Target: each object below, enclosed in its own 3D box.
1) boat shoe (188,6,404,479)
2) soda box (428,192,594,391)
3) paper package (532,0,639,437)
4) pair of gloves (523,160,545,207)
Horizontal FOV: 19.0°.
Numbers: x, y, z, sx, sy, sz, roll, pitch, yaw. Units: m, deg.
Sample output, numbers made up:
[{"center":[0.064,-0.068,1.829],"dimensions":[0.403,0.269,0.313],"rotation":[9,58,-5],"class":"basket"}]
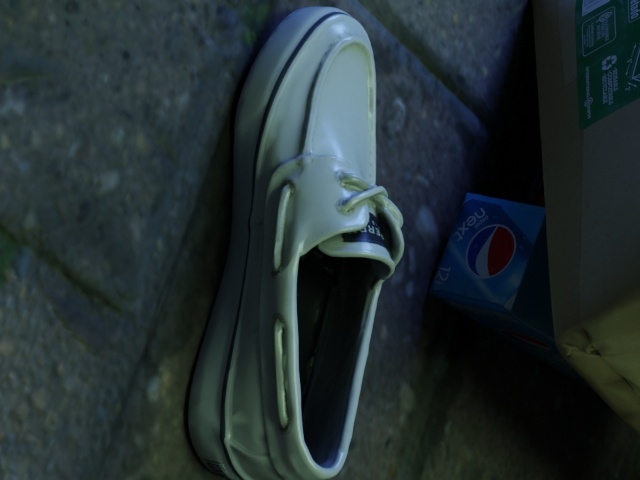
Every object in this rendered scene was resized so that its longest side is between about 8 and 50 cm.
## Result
[{"center":[0.000,0.000,1.026],"dimensions":[0.096,0.088,0.267],"rotation":[31,67,-46],"class":"boat shoe"},{"center":[0.163,0.043,1.231],"dimensions":[0.210,0.067,0.071],"rotation":[31,77,-47],"class":"soda box"},{"center":[0.279,-0.002,1.191],"dimensions":[0.309,0.168,0.325],"rotation":[44,34,-33],"class":"paper package"},{"center":[0.159,-0.014,1.276],"dimensions":[0.083,0.010,0.074],"rotation":[30,73,-47],"class":"pair of gloves"}]
